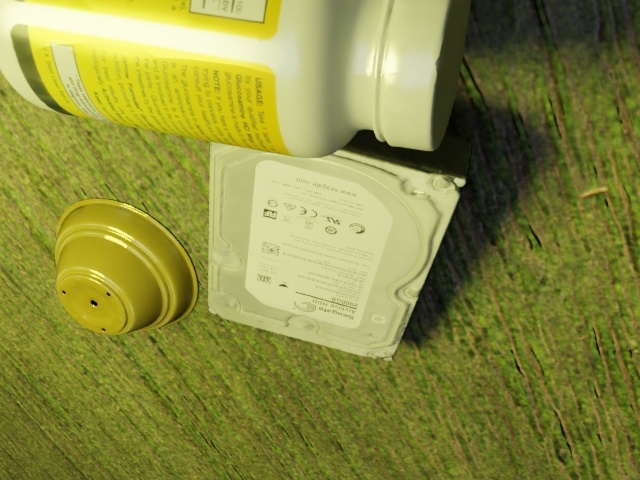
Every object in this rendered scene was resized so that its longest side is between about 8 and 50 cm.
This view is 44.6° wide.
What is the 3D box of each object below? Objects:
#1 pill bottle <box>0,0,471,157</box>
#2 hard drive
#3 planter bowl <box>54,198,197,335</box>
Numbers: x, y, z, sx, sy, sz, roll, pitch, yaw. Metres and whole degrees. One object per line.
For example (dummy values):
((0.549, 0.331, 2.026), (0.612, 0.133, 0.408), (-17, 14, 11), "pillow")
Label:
((-0.062, -0.166, 0.597), (0.333, 0.188, 0.188), (12, 129, 13), "pill bottle")
((0.000, 0.000, 0.819), (0.236, 0.064, 0.339), (15, 144, 2), "hard drive")
((-0.279, 0.059, 1.034), (0.217, 0.090, 0.217), (11, 129, 15), "planter bowl")
